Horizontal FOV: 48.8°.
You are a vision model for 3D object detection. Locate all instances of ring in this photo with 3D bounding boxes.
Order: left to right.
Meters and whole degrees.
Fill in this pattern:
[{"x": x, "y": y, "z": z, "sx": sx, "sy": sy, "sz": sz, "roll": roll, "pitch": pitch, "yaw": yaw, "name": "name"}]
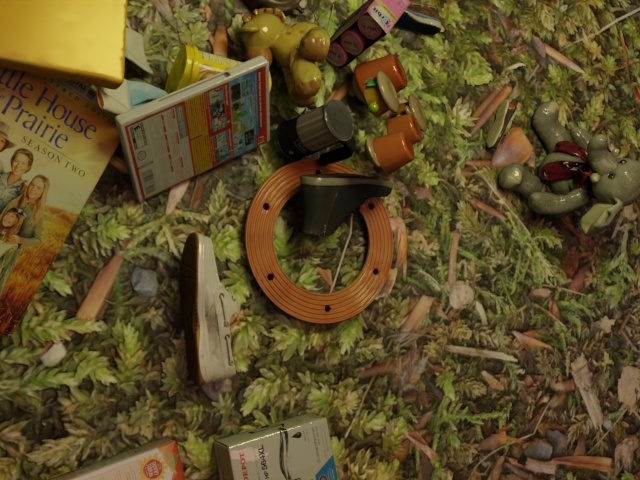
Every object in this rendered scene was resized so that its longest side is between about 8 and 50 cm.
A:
[{"x": 0.000, "y": 0.000, "z": 1.440, "sx": 0.336, "sy": 0.032, "sz": 0.337, "roll": 3, "pitch": 84, "yaw": -26, "name": "ring"}]

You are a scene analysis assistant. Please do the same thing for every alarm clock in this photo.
[{"x": -0.081, "y": -0.512, "z": 1.444, "sx": 0.192, "sy": 0.064, "sz": 0.129, "roll": 38, "pitch": 69, "yaw": -21, "name": "alarm clock"}]

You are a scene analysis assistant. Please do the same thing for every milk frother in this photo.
[{"x": 0.004, "y": -0.233, "z": 1.394, "sx": 0.129, "sy": 0.134, "sz": 0.143, "roll": 26, "pitch": 59, "yaw": -42, "name": "milk frother"}]

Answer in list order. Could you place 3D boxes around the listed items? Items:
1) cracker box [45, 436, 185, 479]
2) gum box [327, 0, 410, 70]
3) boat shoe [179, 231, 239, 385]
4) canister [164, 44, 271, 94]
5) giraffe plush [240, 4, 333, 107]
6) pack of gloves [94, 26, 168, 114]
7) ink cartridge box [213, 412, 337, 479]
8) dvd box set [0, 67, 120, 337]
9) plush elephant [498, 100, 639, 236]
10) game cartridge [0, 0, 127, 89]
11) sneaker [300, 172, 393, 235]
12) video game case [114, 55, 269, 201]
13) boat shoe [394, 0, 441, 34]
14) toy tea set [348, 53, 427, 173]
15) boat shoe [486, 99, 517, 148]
[{"x": -0.343, "y": 0.448, "z": 1.193, "sx": 0.232, "sy": 0.067, "sz": 0.156, "roll": -14, "pitch": 90, "yaw": -28, "name": "cracker box"}, {"x": 0.087, "y": -0.436, "z": 1.450, "sx": 0.062, "sy": 0.188, "sz": 0.107, "roll": 42, "pitch": 60, "yaw": -16, "name": "gum box"}, {"x": -0.198, "y": 0.121, "z": 1.293, "sx": 0.096, "sy": 0.098, "sz": 0.277, "roll": -4, "pitch": 95, "yaw": -27, "name": "boat shoe"}, {"x": -0.192, "y": -0.288, "z": 1.324, "sx": 0.169, "sy": 0.126, "sz": 0.073, "roll": 8, "pitch": 51, "yaw": -28, "name": "canister"}, {"x": -0.077, "y": -0.381, "z": 1.383, "sx": 0.170, "sy": 0.181, "sz": 0.210, "roll": 12, "pitch": 82, "yaw": -9, "name": "giraffe plush"}, {"x": -0.321, "y": -0.301, "z": 1.206, "sx": 0.046, "sy": 0.232, "sz": 0.195, "roll": -16, "pitch": 86, "yaw": 12, "name": "pack of gloves"}, {"x": -0.082, "y": 0.424, "z": 1.317, "sx": 0.203, "sy": 0.086, "sz": 0.148, "roll": -10, "pitch": 89, "yaw": -28, "name": "ink cartridge box"}, {"x": -0.515, "y": -0.095, "z": 1.088, "sx": 0.307, "sy": 0.062, "sz": 0.421, "roll": 36, "pitch": 76, "yaw": -42, "name": "dvd box set"}, {"x": 0.630, "y": -0.154, "z": 1.648, "sx": 0.330, "sy": 0.255, "sz": 0.272, "roll": 47, "pitch": 67, "yaw": -15, "name": "plush elephant"}, {"x": -0.444, "y": -0.386, "z": 1.023, "sx": 0.323, "sy": 0.052, "sz": 0.286, "roll": 6, "pitch": 80, "yaw": -34, "name": "game cartridge"}, {"x": 0.048, "y": -0.073, "z": 1.423, "sx": 0.221, "sy": 0.083, "sz": 0.118, "roll": -3, "pitch": 104, "yaw": -34, "name": "sneaker"}, {"x": -0.216, "y": -0.197, "z": 1.260, "sx": 0.285, "sy": 0.204, "sz": 0.025, "roll": -29, "pitch": 61, "yaw": -22, "name": "video game case"}, {"x": 0.193, "y": -0.516, "z": 1.584, "sx": 0.183, "sy": 0.066, "sz": 0.066, "roll": 9, "pitch": 75, "yaw": -36, "name": "boat shoe"}, {"x": 0.118, "y": -0.251, "z": 1.433, "sx": 0.200, "sy": 0.124, "sz": 0.336, "roll": 62, "pitch": 24, "yaw": -18, "name": "toy tea set"}, {"x": 0.435, "y": -0.272, "z": 1.683, "sx": 0.043, "sy": 0.049, "sz": 0.137, "roll": 33, "pitch": 66, "yaw": -22, "name": "boat shoe"}]
